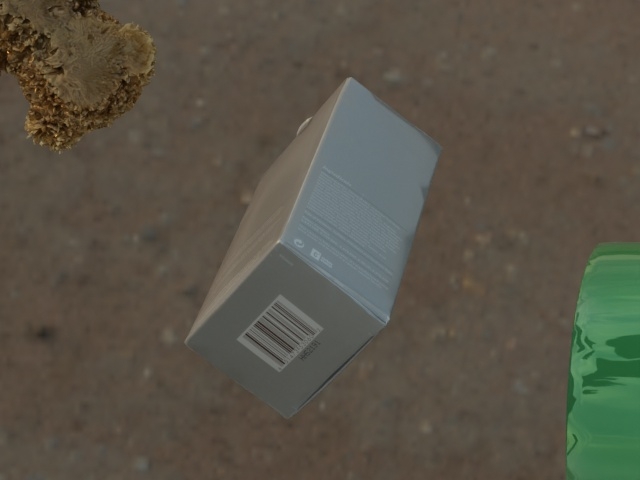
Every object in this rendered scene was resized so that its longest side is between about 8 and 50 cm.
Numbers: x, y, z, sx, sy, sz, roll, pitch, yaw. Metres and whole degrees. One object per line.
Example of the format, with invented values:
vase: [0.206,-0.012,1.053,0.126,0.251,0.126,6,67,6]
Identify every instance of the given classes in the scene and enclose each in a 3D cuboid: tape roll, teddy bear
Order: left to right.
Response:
teddy bear: [-0.290,-0.249,1.851,0.338,0.113,0.245,34,84,9]
tape roll: [0.262,0.161,1.499,0.077,0.321,0.321,0,36,18]

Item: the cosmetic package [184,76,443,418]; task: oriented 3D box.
cosmetic package: [0.000,0.000,1.363,0.107,0.127,0.238,37,36,-8]
